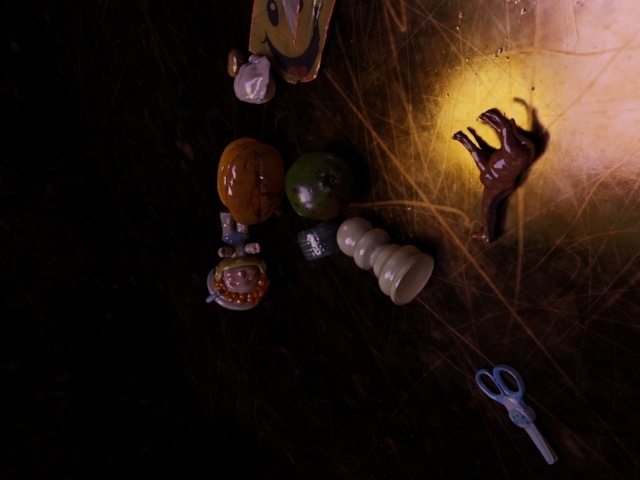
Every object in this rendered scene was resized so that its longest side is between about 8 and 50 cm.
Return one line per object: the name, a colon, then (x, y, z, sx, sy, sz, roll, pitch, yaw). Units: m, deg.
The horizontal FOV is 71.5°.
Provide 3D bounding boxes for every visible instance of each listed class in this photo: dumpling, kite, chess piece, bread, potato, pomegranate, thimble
dumpling: (-0.176, -0.433, 1.193, 0.188, 0.108, 0.127, -142, 48, -63)
kite: (-0.087, -0.547, 1.077, 0.377, 0.013, 0.327, 7, 119, 51)
chess piece: (0.142, 0.033, 1.118, 0.251, 0.144, 0.144, 38, 139, 35)
bread: (-0.205, -0.173, 1.330, 0.142, 0.195, 0.270, 41, 138, 39)
potato: (-0.242, -0.505, 1.269, 0.051, 0.040, 0.083, 51, 143, 27)
pomegranate: (-0.010, -0.137, 1.154, 0.181, 0.181, 0.224, 62, 165, -3)
thimble: (0.002, -0.001, 1.265, 0.090, 0.118, 0.135, 68, 159, -4)

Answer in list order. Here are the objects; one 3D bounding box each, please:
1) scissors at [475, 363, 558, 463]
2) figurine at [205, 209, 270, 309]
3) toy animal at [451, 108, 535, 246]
scissors: (0.478, 0.413, 1.058, 0.256, 0.030, 0.125, 57, 146, 7)
figurine: (-0.294, 0.064, 1.663, 0.205, 0.224, 0.382, 38, 119, 61)
toy animal: (0.323, -0.112, 0.850, 0.230, 0.066, 0.224, 53, 144, 0)
